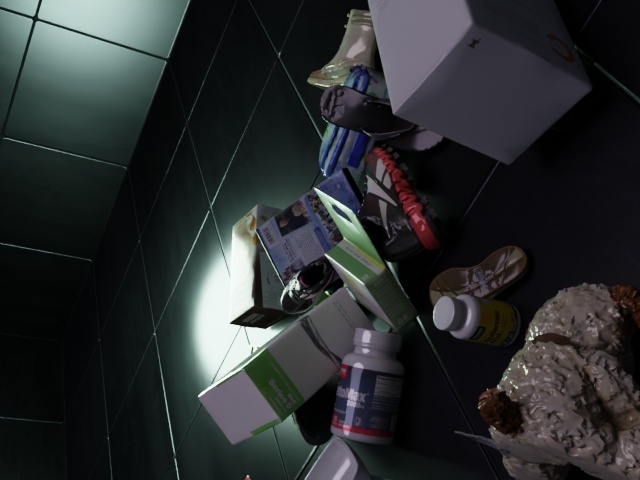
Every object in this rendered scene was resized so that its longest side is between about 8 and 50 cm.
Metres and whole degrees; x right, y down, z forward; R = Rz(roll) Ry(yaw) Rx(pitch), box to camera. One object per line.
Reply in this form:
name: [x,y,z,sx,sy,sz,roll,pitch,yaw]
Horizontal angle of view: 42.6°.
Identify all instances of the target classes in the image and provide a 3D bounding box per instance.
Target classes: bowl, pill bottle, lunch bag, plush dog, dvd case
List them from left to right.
dvd case: [0.000,0.000,1.567,0.253,0.022,0.180,-33,82,35]
bowl: [0.024,0.394,1.289,0.142,0.053,0.142,-57,19,0]
lunch bag: [0.068,-0.222,1.577,0.176,0.090,0.219,-100,31,-67]
pill bottle: [0.083,0.241,1.375,0.108,0.107,0.180,-2,77,62]
pill bottle: [0.219,0.111,1.159,0.065,0.116,0.065,-35,49,54]
plush dog: [0.290,0.151,0.963,0.262,0.210,0.226,-26,33,57]

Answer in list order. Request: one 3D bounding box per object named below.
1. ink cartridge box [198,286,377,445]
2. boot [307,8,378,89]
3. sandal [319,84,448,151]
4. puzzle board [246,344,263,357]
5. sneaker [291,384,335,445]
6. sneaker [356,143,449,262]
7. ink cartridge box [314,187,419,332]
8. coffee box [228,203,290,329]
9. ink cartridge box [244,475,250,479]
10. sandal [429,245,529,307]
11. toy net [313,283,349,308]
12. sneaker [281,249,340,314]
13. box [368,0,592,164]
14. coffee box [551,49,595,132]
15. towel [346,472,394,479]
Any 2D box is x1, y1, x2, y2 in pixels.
ink cartridge box: [-0.055,0.223,1.464,0.115,0.272,0.198,53,142,2]
boot: [0.057,-0.396,1.731,0.213,0.077,0.165,13,90,58]
sandal: [0.110,-0.212,1.434,0.254,0.054,0.097,13,103,23]
puzzle board: [-0.153,0.305,1.902,0.096,0.011,0.128,-15,66,60]
sneaker: [-0.024,0.316,1.607,0.235,0.084,0.097,-111,18,-49]
sneaker: [0.112,-0.062,1.418,0.135,0.098,0.276,-32,42,8]
ink cartridge box: [0.059,0.033,1.397,0.056,0.235,0.171,-40,28,-8]
coffee box: [-0.133,0.062,1.871,0.141,0.098,0.247,-37,47,52]
ink cartridge box: [-0.106,0.591,1.615,0.134,0.077,0.231,-65,29,21]
sandal: [0.240,0.064,1.224,0.180,0.049,0.072,-31,56,36]
toy net: [-0.002,0.082,1.671,0.232,0.045,0.122,39,114,60]
sneaker: [-0.026,0.078,1.540,0.072,0.077,0.178,51,124,15]
box: [0.208,-0.312,1.170,0.168,0.214,0.346,-47,36,39]
coffee box: [0.312,-0.235,1.213,0.184,0.040,0.113,39,111,60]
towel: [0.059,0.514,1.226,0.374,0.090,0.321,-17,43,63]
